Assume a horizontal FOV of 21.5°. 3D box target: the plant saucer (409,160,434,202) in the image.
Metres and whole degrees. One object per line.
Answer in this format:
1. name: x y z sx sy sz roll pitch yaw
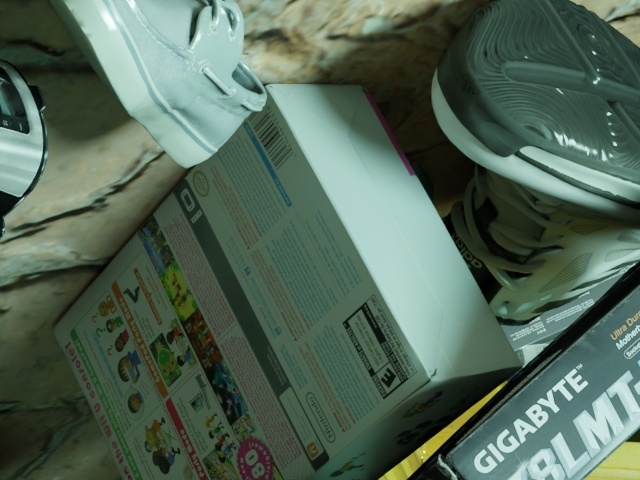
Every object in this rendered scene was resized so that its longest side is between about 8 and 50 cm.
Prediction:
1. plant saucer: 0.000 0.000 1.302 0.192 0.018 0.067 -28 158 7

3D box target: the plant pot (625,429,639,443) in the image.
1. plant pot: 0.445 0.253 1.988 0.366 0.366 0.353 -15 168 -26

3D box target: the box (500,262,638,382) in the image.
1. box: 0.292 0.066 1.693 0.307 0.076 0.242 -24 158 -4

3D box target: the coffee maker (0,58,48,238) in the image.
1. coffee maker: -0.250 -0.045 0.824 0.171 0.120 0.178 -10 166 28

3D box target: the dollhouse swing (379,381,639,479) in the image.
1. dollhouse swing: 0.194 0.263 1.465 0.305 0.347 0.315 -4 146 14

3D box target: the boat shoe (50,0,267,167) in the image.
1. boat shoe: -0.081 -0.108 0.904 0.081 0.079 0.227 -36 163 1

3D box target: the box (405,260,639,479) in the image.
1. box: 0.171 0.095 1.095 0.295 0.073 0.293 -40 172 -15

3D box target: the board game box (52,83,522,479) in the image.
1. board game box: -0.037 0.071 1.147 0.097 0.224 0.303 -6 151 -46

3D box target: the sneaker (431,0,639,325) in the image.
1. sneaker: 0.159 -0.021 1.215 0.257 0.169 0.447 -40 157 25
